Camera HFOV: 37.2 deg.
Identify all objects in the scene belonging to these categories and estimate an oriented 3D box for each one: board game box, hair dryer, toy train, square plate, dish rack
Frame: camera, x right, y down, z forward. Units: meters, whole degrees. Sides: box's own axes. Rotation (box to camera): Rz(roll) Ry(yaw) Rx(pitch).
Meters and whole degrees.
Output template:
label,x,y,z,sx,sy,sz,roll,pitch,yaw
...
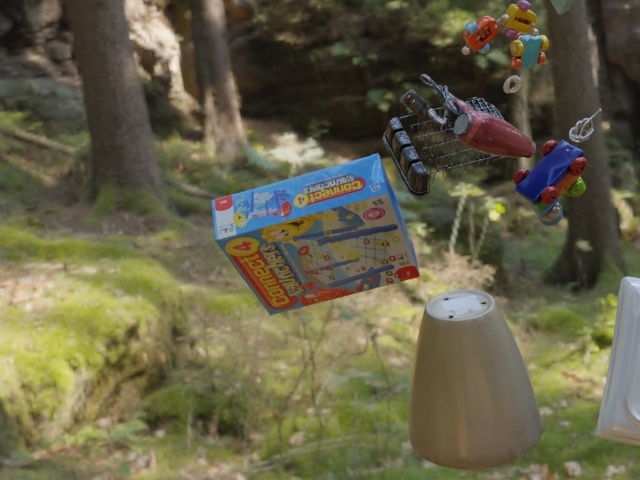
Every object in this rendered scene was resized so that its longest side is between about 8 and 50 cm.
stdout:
label,x,y,z,sx,sy,sz,roll,pitch,yaw
board game box,0.000,0.000,1.705,0.302,0.086,0.308,-16,-33,9
hair dryer,0.319,-0.260,1.966,0.293,0.080,0.223,36,31,5
toy train,0.284,-0.311,1.483,0.125,0.166,0.046,-43,45,8
toy train,0.539,-0.151,2.043,0.248,0.143,0.105,-45,47,-4
square plate,0.768,0.267,1.943,0.344,0.347,0.049,10,-9,12
dish rack,0.301,-0.226,2.187,0.272,0.208,0.074,-15,-34,-11

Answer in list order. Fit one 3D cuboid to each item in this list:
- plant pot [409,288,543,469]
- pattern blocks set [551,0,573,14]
label,x,y,z,sx,sy,sz,roll,pitch,yaw
plant pot,0.276,0.239,1.782,0.257,0.274,0.256,-9,21,3
pattern blocks set,0.273,-0.484,1.318,0.026,0.324,0.285,-26,-23,-6
